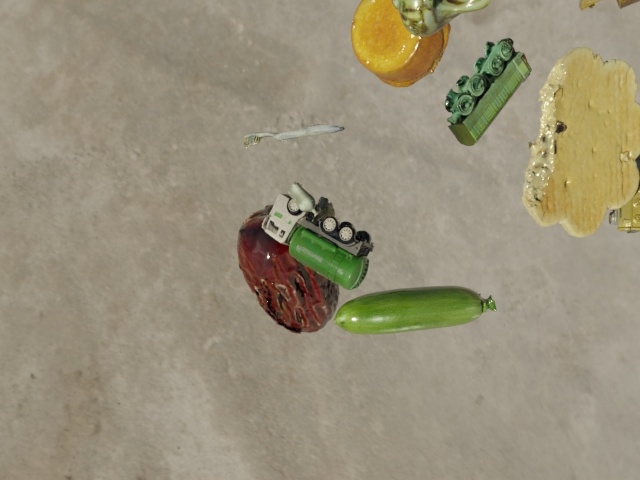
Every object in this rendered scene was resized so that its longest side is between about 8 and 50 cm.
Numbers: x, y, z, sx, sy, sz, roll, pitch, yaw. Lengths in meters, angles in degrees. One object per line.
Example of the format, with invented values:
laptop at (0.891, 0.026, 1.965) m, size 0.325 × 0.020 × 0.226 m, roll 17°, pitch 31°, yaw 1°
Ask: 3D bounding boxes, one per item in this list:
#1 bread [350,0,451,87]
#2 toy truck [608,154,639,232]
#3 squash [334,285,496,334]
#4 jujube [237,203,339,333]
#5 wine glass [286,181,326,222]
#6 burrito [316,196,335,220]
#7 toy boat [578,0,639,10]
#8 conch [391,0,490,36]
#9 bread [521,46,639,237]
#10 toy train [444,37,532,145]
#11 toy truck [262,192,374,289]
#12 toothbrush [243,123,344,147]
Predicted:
bread at (0.228, -0.617, 2.083) m, size 0.312 × 0.172 × 0.312 m, roll 3°, pitch 95°, yaw 41°
toy truck at (0.460, -0.070, 1.038) m, size 0.052 × 0.063 × 0.123 m, roll 2°, pitch 83°, yaw 9°
squash at (0.230, 0.164, 1.684) m, size 0.395 × 0.107 × 0.107 m, roll -4°, pitch 62°, yaw -8°
jujube at (-0.083, 0.067, 1.863) m, size 0.258 × 0.377 × 0.258 m, roll -10°, pitch 35°, yaw 7°
wine glass at (-0.028, -0.074, 1.334) m, size 0.083 × 0.042 × 0.039 m, roll 49°, pitch 116°, yaw 11°
burrito at (-0.006, -0.027, 1.594) m, size 0.041 × 0.055 × 0.149 m, roll 26°, pitch 99°, yaw 27°
toy boat at (0.714, -0.589, 1.630) m, size 0.226 × 0.088 × 0.068 m, roll -21°, pitch 29°, yaw 23°
conch at (0.237, -0.502, 1.428) m, size 0.181 × 0.187 × 0.124 m, roll -16°, pitch 75°, yaw -9°
bread at (0.371, -0.129, 0.972) m, size 0.039 × 0.182 × 0.251 m, roll -161°, pitch 82°, yaw -67°
toy train at (0.203, -0.185, 0.862) m, size 0.038 × 0.071 × 0.148 m, roll 12°, pitch 56°, yaw 52°
toy truck at (0.000, 0.000, 1.462) m, size 0.242 × 0.101 × 0.125 m, roll 31°, pitch 97°, yaw 25°
toothbrush at (-0.086, -0.310, 2.054) m, size 0.413 × 0.035 × 0.042 m, roll 0°, pitch 74°, yaw 44°
